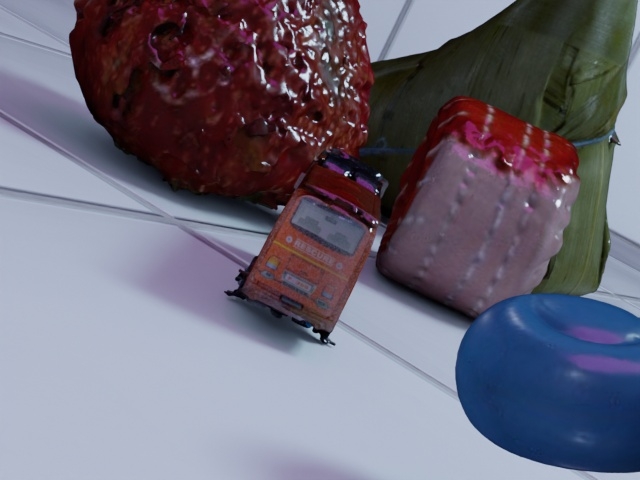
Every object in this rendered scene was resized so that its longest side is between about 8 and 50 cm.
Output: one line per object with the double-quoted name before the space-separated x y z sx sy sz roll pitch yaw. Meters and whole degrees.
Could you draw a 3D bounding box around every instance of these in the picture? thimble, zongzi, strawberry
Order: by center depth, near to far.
"strawberry" -0.068 -0.149 1.219 0.274 0.220 0.274 29 6 -3
"thimble" 0.128 -0.025 1.233 0.125 0.163 0.189 24 8 -2
"zongzi" 0.150 -0.175 1.507 0.174 0.393 0.356 -15 31 -41

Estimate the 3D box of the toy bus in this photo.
"toy bus" 0.000 0.000 0.947 0.073 0.096 0.235 28 10 -1

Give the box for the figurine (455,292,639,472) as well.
"figurine" 0.244 0.096 0.561 0.243 0.298 0.416 6 14 -30
